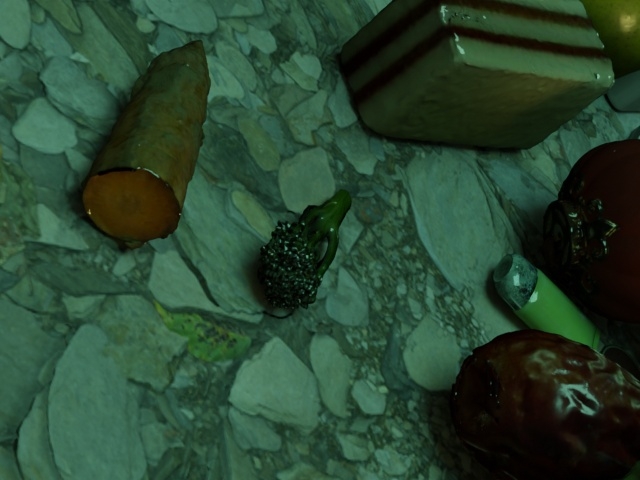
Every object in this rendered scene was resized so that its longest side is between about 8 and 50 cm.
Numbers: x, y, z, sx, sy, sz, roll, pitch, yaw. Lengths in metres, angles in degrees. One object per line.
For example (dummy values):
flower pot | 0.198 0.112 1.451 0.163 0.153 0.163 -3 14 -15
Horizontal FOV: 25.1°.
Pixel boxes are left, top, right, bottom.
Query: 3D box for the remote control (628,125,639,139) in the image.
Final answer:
remote control | 0.448 -0.073 1.995 0.103 0.034 0.250 47 41 -8

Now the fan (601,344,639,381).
fan | 0.363 0.179 1.757 0.085 0.005 0.133 50 39 -6

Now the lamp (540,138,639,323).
lamp | 0.368 -0.010 1.736 0.227 0.227 0.226 25 48 -31

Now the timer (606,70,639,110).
timer | 0.512 -0.316 2.104 0.192 0.195 0.194 -5 68 -46

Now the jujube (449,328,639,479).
jujube | 0.251 0.185 1.503 0.243 0.183 0.183 23 49 -33

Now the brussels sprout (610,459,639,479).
brussels sprout | 0.363 0.345 1.371 0.289 0.355 0.281 -95 166 -61

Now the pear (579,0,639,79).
pear | 0.373 -0.354 1.908 0.294 0.294 0.294 25 48 -31

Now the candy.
candy | 0.194 -0.207 1.726 0.321 0.179 0.135 0 63 -45

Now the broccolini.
broccolini | -0.015 0.006 1.486 0.091 0.068 0.202 61 23 -11

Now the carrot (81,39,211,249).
carrot | -0.151 -0.115 1.392 0.102 0.102 0.263 36 42 -21

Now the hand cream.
hand cream | 0.271 0.087 1.703 0.175 0.046 0.095 44 39 -22
